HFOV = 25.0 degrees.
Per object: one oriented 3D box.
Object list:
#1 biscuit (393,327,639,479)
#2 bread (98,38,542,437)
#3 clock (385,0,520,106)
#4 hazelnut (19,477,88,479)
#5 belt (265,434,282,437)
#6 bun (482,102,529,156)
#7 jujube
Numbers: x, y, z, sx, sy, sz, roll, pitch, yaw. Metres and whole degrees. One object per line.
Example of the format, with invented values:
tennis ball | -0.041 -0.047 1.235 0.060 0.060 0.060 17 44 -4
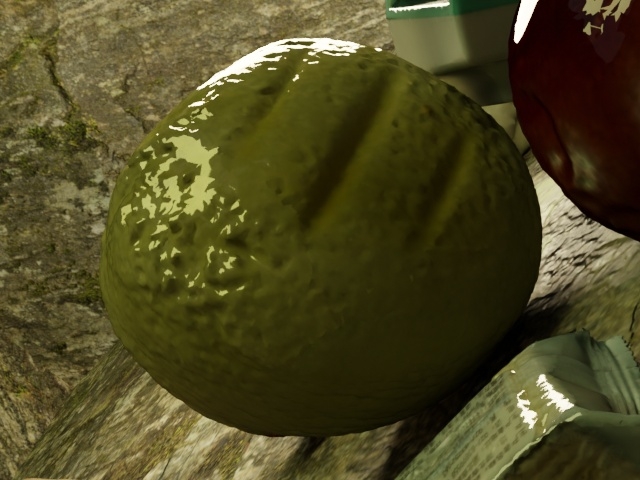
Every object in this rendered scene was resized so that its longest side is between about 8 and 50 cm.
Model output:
biscuit | 0.061 0.173 0.769 0.309 0.079 0.186 -50 7 7
bread | 0.006 -0.006 1.063 0.237 0.320 0.320 -47 8 45
clock | 0.204 -0.169 1.128 0.262 0.116 0.231 -14 10 -8
hazelnut | -0.184 0.304 1.114 0.261 0.261 0.241 -42 44 43
belt | -0.009 0.084 1.324 0.201 0.128 0.124 -45 9 9
bun | 0.147 -0.140 1.472 0.231 0.133 0.231 -47 11 12
jujube | 0.213 -0.110 0.828 0.223 0.223 0.318 -49 1 7
